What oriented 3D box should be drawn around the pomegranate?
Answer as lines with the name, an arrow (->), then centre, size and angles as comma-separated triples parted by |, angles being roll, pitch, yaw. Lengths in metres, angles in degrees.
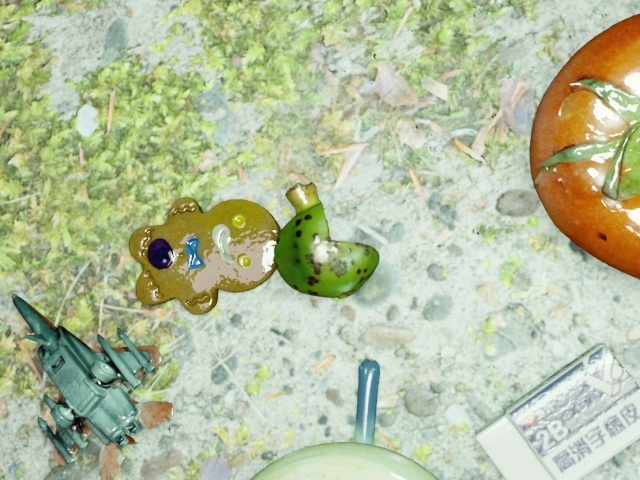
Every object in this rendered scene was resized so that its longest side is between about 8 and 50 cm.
pomegranate -> -0.009, 0.011, 1.123 | 0.122, 0.143, 0.169 | -43, 90, -1

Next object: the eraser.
eraser -> 0.325, 0.245, 1.076 | 0.210, 0.068, 0.124 | -37, 81, 5

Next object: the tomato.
tomato -> 0.431, -0.105, 1.000 | 0.341, 0.273, 0.341 | 2, 95, 20

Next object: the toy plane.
toy plane -> -0.364, 0.188, 1.191 | 0.326, 0.104, 0.223 | 43, 93, 12

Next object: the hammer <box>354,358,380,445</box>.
hammer -> 0.065, 0.262, 1.126 | 0.116, 0.069, 0.194 | 2, 79, 12

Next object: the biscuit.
biscuit -> -0.171, 0.017, 1.211 | 0.236, 0.039, 0.180 | -14, 80, 7

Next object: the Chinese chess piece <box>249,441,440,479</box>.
Chinese chess piece -> 0.030, 0.422, 0.979 | 0.349, 0.146, 0.349 | -4, 74, 13
